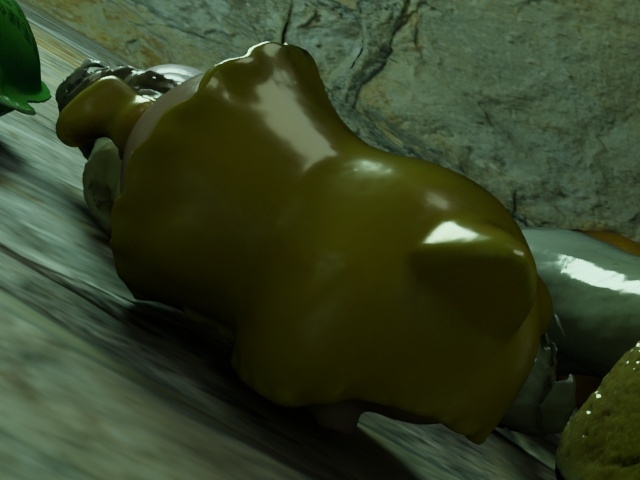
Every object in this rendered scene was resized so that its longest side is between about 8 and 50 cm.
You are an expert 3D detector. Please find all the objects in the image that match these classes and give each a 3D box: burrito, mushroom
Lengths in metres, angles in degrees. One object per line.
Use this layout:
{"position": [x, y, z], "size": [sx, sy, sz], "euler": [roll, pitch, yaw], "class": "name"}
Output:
{"position": [0.000, -0.007, 0.696], "size": [0.347, 0.107, 0.175], "euler": [27, 26, -21], "class": "burrito"}
{"position": [0.178, 0.050, 0.766], "size": [0.159, 0.122, 0.328], "euler": [-6, 3, -30], "class": "mushroom"}

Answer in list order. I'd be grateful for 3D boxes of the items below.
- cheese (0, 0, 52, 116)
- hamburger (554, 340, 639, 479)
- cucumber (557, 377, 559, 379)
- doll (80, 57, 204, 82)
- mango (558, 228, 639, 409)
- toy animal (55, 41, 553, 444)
{"position": [-0.275, -0.155, 0.686], "size": [0.320, 0.083, 0.204], "euler": [38, 10, 37], "class": "cheese"}
{"position": [0.261, 0.128, 0.539], "size": [0.167, 0.192, 0.288], "euler": [39, 2, -22], "class": "hamburger"}
{"position": [0.278, 0.134, 1.189], "size": [0.058, 0.058, 0.187], "euler": [28, 5, -21], "class": "cucumber"}
{"position": [-0.043, -0.052, 0.952], "size": [0.365, 0.094, 0.160], "euler": [31, 8, -2], "class": "doll"}
{"position": [0.259, 0.064, 1.037], "size": [0.166, 0.136, 0.236], "euler": [57, 8, 12], "class": "mango"}
{"position": [-0.007, -0.005, 0.492], "size": [0.229, 0.156, 0.156], "euler": [29, 5, 18], "class": "toy animal"}
